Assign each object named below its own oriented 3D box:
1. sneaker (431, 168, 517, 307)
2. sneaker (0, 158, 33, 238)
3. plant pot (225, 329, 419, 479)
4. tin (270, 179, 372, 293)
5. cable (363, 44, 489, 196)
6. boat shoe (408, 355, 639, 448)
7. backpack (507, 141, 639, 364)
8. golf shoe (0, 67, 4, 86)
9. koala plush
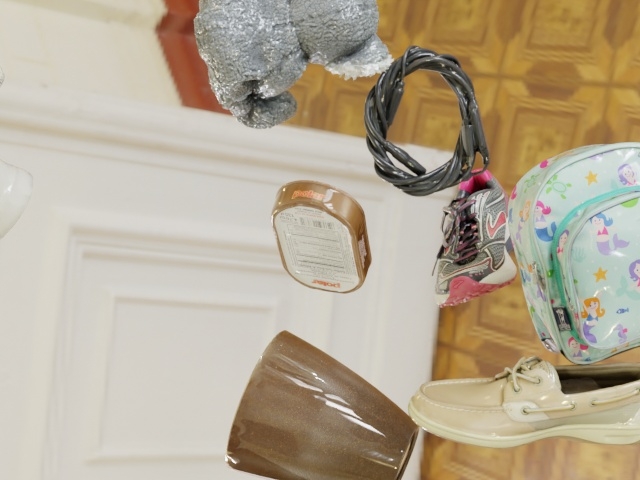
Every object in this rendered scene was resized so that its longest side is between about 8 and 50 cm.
[{"bbox_3d":[0.212,0.000,1.826,0.120,0.299,0.112,-19,109,20],"label":"sneaker"},{"bbox_3d":[-0.432,-0.003,1.223,0.292,0.169,0.108,-44,37,17],"label":"sneaker"},{"bbox_3d":[0.015,0.268,1.811,0.230,0.215,0.215,21,103,13],"label":"plant pot"},{"bbox_3d":[0.000,0.000,1.473,0.106,0.190,0.040,12,59,17],"label":"tin"},{"bbox_3d":[0.127,-0.151,1.600,0.047,0.150,0.185,-105,0,-84],"label":"cable"},{"bbox_3d":[0.257,0.184,1.539,0.109,0.302,0.098,-94,7,-66],"label":"boat shoe"},{"bbox_3d":[0.352,0.008,1.559,0.191,0.225,0.254,176,77,-83],"label":"backpack"},{"bbox_3d":[-0.412,-0.172,1.362,0.176,0.086,0.069,20,140,26],"label":"golf shoe"},{"bbox_3d":[-0.027,-0.258,1.583,0.221,0.203,0.196,-11,85,12],"label":"koala plush"}]
